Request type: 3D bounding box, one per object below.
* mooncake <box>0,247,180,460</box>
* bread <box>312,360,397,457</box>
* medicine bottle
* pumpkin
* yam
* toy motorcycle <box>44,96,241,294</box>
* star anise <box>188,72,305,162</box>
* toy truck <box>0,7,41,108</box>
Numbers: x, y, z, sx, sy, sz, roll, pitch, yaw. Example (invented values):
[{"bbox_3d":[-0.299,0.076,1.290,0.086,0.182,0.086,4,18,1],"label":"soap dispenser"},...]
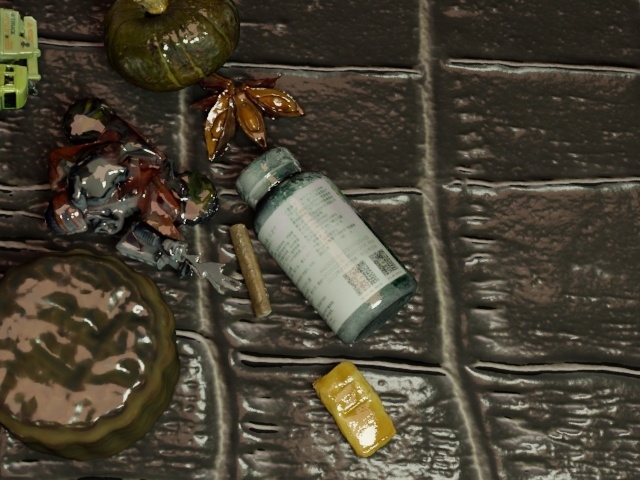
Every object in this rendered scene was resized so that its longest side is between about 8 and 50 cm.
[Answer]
[{"bbox_3d":[-0.337,0.151,1.369,0.290,0.161,0.290,1,71,-3],"label":"mooncake"},{"bbox_3d":[0.050,0.240,1.405,0.074,0.053,0.132,-30,76,-11],"label":"bread"},{"bbox_3d":[0.000,0.000,1.440,0.141,0.141,0.293,-37,77,-13],"label":"medicine bottle"},{"bbox_3d":[-0.240,-0.335,1.523,0.219,0.162,0.219,-12,54,18],"label":"pumpkin"},{"bbox_3d":[-0.105,0.044,1.480,0.032,0.032,0.145,-16,73,-7],"label":"yam"},{"bbox_3d":[-0.261,-0.041,1.452,0.401,0.134,0.207,36,74,12],"label":"toy motorcycle"},{"bbox_3d":[-0.130,-0.198,1.551,0.212,0.053,0.157,7,71,-1],"label":"star anise"},{"bbox_3d":[-0.495,-0.289,1.563,0.100,0.077,0.169,0,67,-16],"label":"toy truck"}]
